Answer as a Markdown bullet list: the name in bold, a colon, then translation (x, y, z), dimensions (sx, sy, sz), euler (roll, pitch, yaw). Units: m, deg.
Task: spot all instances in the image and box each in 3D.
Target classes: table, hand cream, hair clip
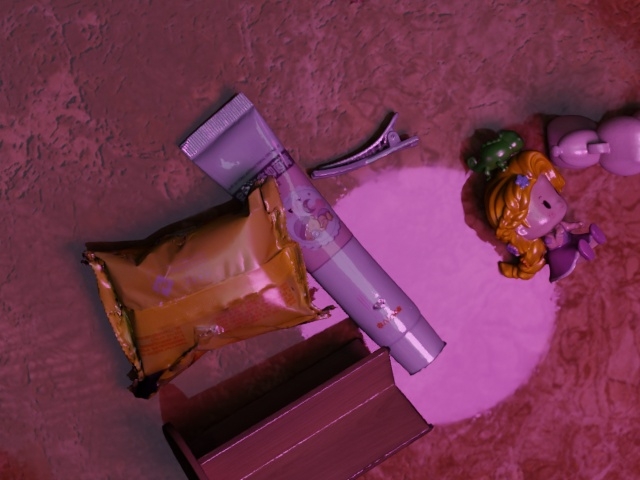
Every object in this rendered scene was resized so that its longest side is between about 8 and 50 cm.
- **table**: translation (-0.018, 0.198, 1.334), dimensions (0.227, 0.167, 0.167), euler (-30, 99, -13)
- **hand cream**: translation (0.000, 0.000, 1.360), dimensions (0.085, 0.058, 0.331), euler (-41, 95, 12)
- **hair clip**: translation (0.041, -0.092, 1.367), dimensions (0.115, 0.030, 0.039), euler (-25, 80, -7)

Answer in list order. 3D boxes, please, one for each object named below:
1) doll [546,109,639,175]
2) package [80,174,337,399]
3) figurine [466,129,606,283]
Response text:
- **doll**: translation (0.293, -0.098, 1.334), dimensions (0.161, 0.160, 0.059), euler (-5, 97, -9)
- **package**: translation (-0.111, 0.048, 1.323), dimensions (0.226, 0.090, 0.168), euler (-21, 102, 4)
- **figurine**: translation (0.200, -0.029, 1.373), dimensions (0.115, 0.095, 0.156), euler (-35, 97, 36)
